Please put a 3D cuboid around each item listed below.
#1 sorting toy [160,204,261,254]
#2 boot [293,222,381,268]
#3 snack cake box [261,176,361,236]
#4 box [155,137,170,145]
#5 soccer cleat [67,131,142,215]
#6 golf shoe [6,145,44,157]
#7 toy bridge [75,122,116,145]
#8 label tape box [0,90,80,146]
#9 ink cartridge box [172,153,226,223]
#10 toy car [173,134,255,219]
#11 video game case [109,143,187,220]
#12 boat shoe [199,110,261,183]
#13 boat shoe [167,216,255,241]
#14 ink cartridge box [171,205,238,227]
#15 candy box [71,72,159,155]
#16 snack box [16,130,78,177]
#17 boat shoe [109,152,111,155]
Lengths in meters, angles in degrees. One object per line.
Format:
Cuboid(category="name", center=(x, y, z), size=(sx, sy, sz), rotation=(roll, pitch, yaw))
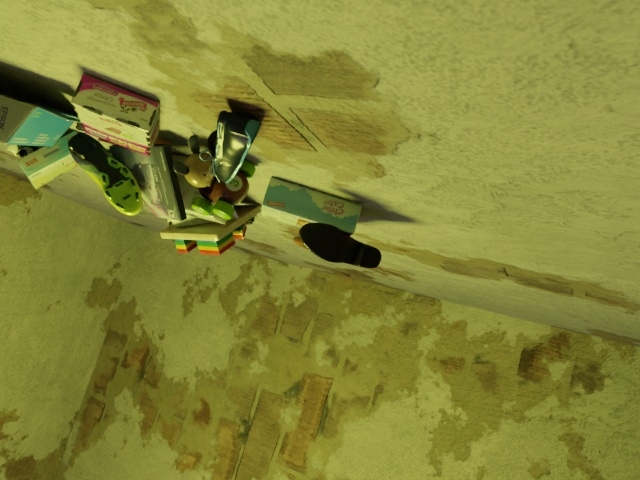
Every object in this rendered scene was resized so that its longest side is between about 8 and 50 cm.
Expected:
Cuboid(category="sorting toy", center=(-0.374, -0.038, 1.832), size=(0.257, 0.089, 0.255), rotation=(2, -154, 30))
Cuboid(category="boot", center=(0.000, 0.000, 1.497), size=(0.264, 0.096, 0.280), rotation=(12, -179, -31))
Cuboid(category="snack cake box", center=(-0.030, -0.086, 1.483), size=(0.264, 0.089, 0.152), rotation=(17, 169, -5))
Cuboid(category="box", center=(-0.467, -0.263, 1.385), size=(0.136, 0.028, 0.081), rotation=(17, 171, -13))
Cuboid(category="soccer cleat", center=(-0.577, -0.177, 1.432), size=(0.289, 0.093, 0.121), rotation=(46, 166, 10))
Cuboid(category="golf shoe", center=(-0.915, -0.307, 1.636), size=(0.105, 0.120, 0.273), rotation=(16, 172, -6))
Cuboid(category="toy bridge", center=(-0.603, -0.287, 1.485), size=(0.063, 0.026, 0.188), rotation=(12, 170, 22))
Cuboid(category="label tape box", center=(-0.748, -0.294, 1.257), size=(0.348, 0.115, 0.249), rotation=(19, -173, -8))
Cuboid(category="ink cartridge box", center=(-0.354, -0.148, 1.470), size=(0.212, 0.154, 0.093), rotation=(13, 172, 15))
Cuboid(category="toy car", center=(-0.278, -0.168, 1.287), size=(0.149, 0.155, 0.188), rotation=(11, 157, 33))
Cuboid(category="video game case", center=(-0.465, -0.159, 1.395), size=(0.274, 0.196, 0.026), rotation=(8, -154, 40))
Cuboid(category="boat shoe", center=(-0.190, -0.205, 1.086), size=(0.089, 0.109, 0.258), rotation=(26, 153, -12))
Cuboid(category="boat shoe", center=(-0.424, -0.048, 2.051), size=(0.340, 0.113, 0.127), rotation=(-3, 169, -15))
Cuboid(category="ink cartridge box", center=(-0.405, -0.134, 1.715), size=(0.232, 0.066, 0.189), rotation=(-10, 136, 7))
Cuboid(category="candy box", center=(-0.446, -0.270, 1.160), size=(0.159, 0.071, 0.233), rotation=(19, 171, -16))
Cuboid(category="snack box", center=(-0.849, -0.250, 1.664), size=(0.060, 0.187, 0.322), rotation=(59, 158, -12))
Cuboid(category="boat shoe", center=(-0.614, -0.211, 1.691), size=(0.158, 0.127, 0.341), rotation=(19, -177, -46))
